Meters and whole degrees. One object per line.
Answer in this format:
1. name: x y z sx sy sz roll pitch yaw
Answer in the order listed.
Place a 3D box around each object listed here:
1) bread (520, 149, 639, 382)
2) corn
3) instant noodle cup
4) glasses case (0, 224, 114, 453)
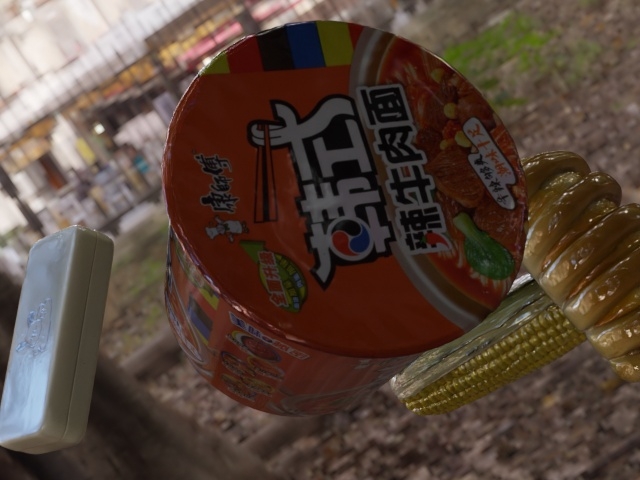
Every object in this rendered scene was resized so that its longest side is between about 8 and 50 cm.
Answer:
1. bread: 0.327 0.017 1.642 0.173 0.311 0.121 -27 -21 -39
2. corn: 0.226 0.127 1.835 0.305 0.123 0.122 -30 16 23
3. instant noodle cup: 0.000 0.000 0.994 0.250 0.250 0.192 -38 -11 -27
4. glasses case: -0.371 0.138 1.983 0.131 0.070 0.313 -19 56 43
